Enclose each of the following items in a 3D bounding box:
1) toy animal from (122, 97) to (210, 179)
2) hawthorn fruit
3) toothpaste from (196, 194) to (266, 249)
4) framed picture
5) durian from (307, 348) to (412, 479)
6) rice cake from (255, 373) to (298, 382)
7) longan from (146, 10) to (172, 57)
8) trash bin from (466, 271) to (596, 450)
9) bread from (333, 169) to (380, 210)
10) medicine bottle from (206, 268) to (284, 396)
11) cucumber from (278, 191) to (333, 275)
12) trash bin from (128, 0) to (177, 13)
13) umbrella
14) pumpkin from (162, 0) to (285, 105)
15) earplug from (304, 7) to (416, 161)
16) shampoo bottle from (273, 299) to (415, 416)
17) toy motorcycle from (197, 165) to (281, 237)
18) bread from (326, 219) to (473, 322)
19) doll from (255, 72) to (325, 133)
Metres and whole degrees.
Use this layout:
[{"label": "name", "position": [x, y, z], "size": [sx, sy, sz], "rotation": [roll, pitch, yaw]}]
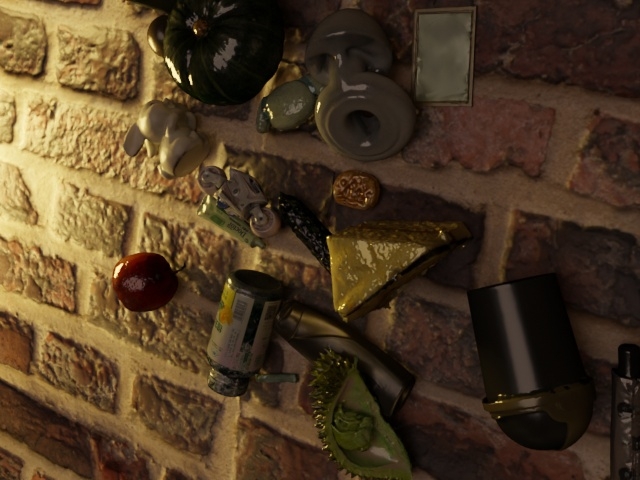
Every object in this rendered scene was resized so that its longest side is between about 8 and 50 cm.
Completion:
[{"label": "toy animal", "position": [-0.376, -0.245, 1.903], "size": [0.193, 0.127, 0.178], "rotation": [38, 114, 17]}, {"label": "hawthorn fruit", "position": [-0.431, 0.098, 1.973], "size": [0.194, 0.157, 0.157], "rotation": [-20, 86, 11]}, {"label": "toothpaste", "position": [-0.216, -0.039, 1.891], "size": [0.218, 0.041, 0.064], "rotation": [34, 98, 24]}, {"label": "framed picture", "position": [0.254, -0.379, 1.601], "size": [0.136, 0.010, 0.201], "rotation": [6, 100, 28]}, {"label": "durian", "position": [0.073, 0.388, 1.707], "size": [0.169, 0.157, 0.355], "rotation": [-20, 110, 15]}, {"label": "rice cake", "position": [-0.107, 0.337, 1.887], "size": [0.121, 0.021, 0.022], "rotation": [-6, 84, 30]}, {"label": "longan", "position": [-0.366, -0.499, 1.877], "size": [0.106, 0.106, 0.119], "rotation": [47, 132, 16]}, {"label": "trash bin", "position": [0.403, 0.240, 1.483], "size": [0.214, 0.214, 0.333], "rotation": [-15, 86, 30]}, {"label": "bread", "position": [0.080, -0.113, 1.713], "size": [0.111, 0.044, 0.083], "rotation": [15, 100, 25]}, {"label": "medicine bottle", "position": [-0.189, 0.225, 1.849], "size": [0.141, 0.141, 0.293], "rotation": [24, 108, 25]}, {"label": "cucumber", "position": [0.000, 0.001, 1.758], "size": [0.300, 0.072, 0.072], "rotation": [48, 116, 15]}, {"label": "trash bin", "position": [-0.383, -0.627, 1.791], "size": [0.164, 0.240, 0.122], "rotation": [-41, 75, 28]}, {"label": "umbrella", "position": [0.588, 0.364, 1.474], "size": [0.067, 0.073, 0.337], "rotation": [-3, 96, -3]}, {"label": "pumpkin", "position": [-0.211, -0.452, 1.744], "size": [0.300, 0.207, 0.300], "rotation": [-5, 82, 35]}, {"label": "earplug", "position": [0.082, -0.324, 1.625], "size": [0.214, 0.175, 0.325], "rotation": [-13, 100, 25]}, {"label": "shampoo bottle", "position": [0.047, 0.258, 1.756], "size": [0.350, 0.084, 0.125], "rotation": [34, 118, 22]}, {"label": "toy motorcycle", "position": [-0.187, -0.104, 1.842], "size": [0.254, 0.112, 0.112], "rotation": [37, 112, 22]}, {"label": "bread", "position": [0.173, 0.057, 1.561], "size": [0.236, 0.263, 0.198], "rotation": [-6, 96, 29]}, {"label": "doll", "position": [-0.065, -0.309, 1.751], "size": [0.214, 0.071, 0.103], "rotation": [-25, 85, 26]}]
